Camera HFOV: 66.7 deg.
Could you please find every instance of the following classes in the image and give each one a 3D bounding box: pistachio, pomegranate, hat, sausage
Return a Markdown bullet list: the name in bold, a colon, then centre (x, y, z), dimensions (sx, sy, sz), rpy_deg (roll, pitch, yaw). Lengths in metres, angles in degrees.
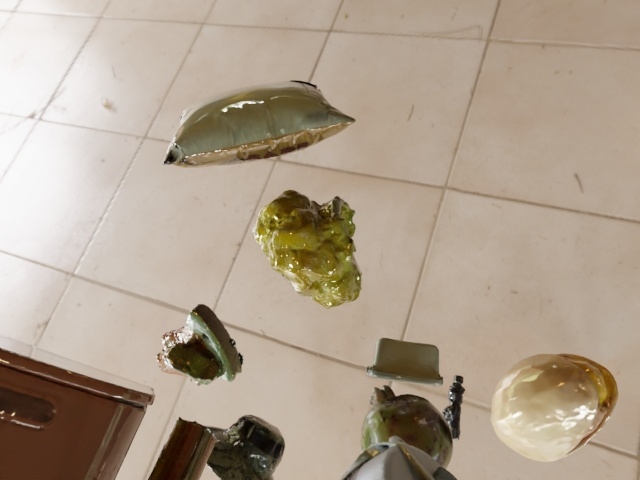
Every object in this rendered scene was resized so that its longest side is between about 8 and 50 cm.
- **pistachio**: centre (0.536, 0.388, 1.152), dimensions (0.309, 0.230, 0.229), rpy_deg (-52, 54, 37)
- **pomegranate**: centre (0.165, 0.398, 1.009), dimensions (0.202, 0.202, 0.248), rpy_deg (-35, 30, -1)
- **hat**: centre (-0.157, 0.474, 1.115), dimensions (0.266, 0.265, 0.128), rpy_deg (34, 78, 26)
- **sausage**: centre (-0.242, 0.428, 0.639), dimensions (0.082, 0.082, 0.371), rpy_deg (6, 50, 18)

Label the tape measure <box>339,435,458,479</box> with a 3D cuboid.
- **tape measure**: centre (0.095, 0.280, 0.443), dimensions (0.107, 0.181, 0.182), rpy_deg (-43, 95, 14)

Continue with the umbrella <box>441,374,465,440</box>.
- **umbrella**: centre (0.474, 0.592, 1.737), dimensions (0.071, 0.080, 0.224), rpy_deg (8, 68, 17)

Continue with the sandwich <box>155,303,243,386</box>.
- **sandwich**: centre (-0.414, 0.350, 1.505), dimensions (0.301, 0.162, 0.250), rpy_deg (-24, 92, 34)

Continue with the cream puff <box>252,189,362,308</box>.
- **cream puff**: centre (0.001, 0.001, 0.986), dimensions (0.185, 0.282, 0.282), rpy_deg (-48, 62, 7)

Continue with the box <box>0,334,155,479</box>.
- **box**: centre (-0.355, 0.251, 0.574), dimensions (0.240, 0.339, 0.229), rpy_deg (22, 71, -13)

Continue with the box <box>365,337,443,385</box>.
- **box**: centre (0.195, 0.281, 1.127), dimensions (0.172, 0.124, 0.092), rpy_deg (7, 73, 3)

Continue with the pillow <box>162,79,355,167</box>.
- **pillow**: centre (-0.121, -0.219, 0.892), dimensions (0.310, 0.119, 0.312), rpy_deg (-11, 26, -7)
